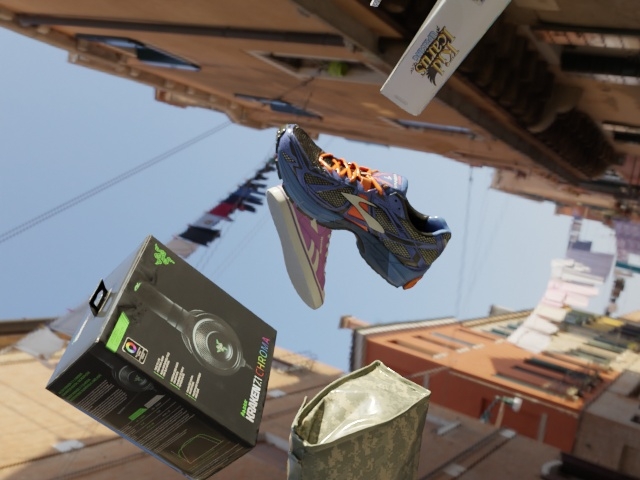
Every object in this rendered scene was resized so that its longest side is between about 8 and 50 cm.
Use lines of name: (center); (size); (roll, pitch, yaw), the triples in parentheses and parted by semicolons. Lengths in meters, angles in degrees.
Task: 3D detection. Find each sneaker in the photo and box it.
sneaker: (0.045, -0.047, 0.688); (0.221, 0.087, 0.083); (38, -150, -21)
sneaker: (0.000, 0.000, 1.434); (0.161, 0.102, 0.282); (-23, -68, -24)

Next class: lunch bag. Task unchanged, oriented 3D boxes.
lunch bag: (0.042, 0.386, 1.213); (0.287, 0.169, 0.235); (-17, -59, -41)

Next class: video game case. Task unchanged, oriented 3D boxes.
video game case: (0.191, -0.306, 0.780); (0.270, 0.061, 0.244); (-60, 4, -37)

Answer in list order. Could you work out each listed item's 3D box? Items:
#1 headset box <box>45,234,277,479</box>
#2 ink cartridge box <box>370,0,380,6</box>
headset box: (-0.221, 0.162, 0.990); (0.283, 0.131, 0.246); (41, -152, -19)
ink cartridge box: (0.061, -0.271, 0.654); (0.083, 0.028, 0.048); (-61, 13, 16)
